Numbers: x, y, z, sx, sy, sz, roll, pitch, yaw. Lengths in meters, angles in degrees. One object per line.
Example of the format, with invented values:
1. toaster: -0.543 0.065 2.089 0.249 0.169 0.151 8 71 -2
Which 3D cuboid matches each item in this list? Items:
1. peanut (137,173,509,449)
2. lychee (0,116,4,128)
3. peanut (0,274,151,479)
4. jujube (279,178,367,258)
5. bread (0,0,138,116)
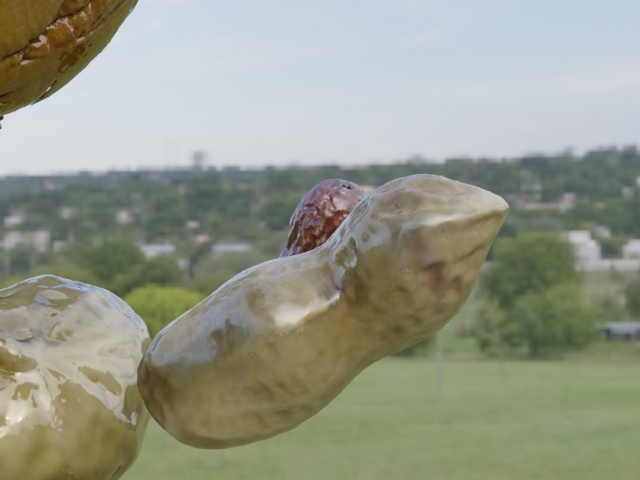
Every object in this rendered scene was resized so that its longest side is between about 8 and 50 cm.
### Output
1. peanut: 0.003 0.037 0.815 0.228 0.085 0.104 -33 -15 18
2. lychee: -0.375 -0.123 1.406 0.188 0.188 0.188 -1 -2 0
3. peanut: -0.177 0.105 0.957 0.159 0.143 0.291 -33 -7 -20
4. jujube: 0.000 0.000 1.492 0.077 0.129 0.077 24 29 -14
5. bread: -0.229 -0.216 1.185 0.143 0.195 0.269 27 51 22
